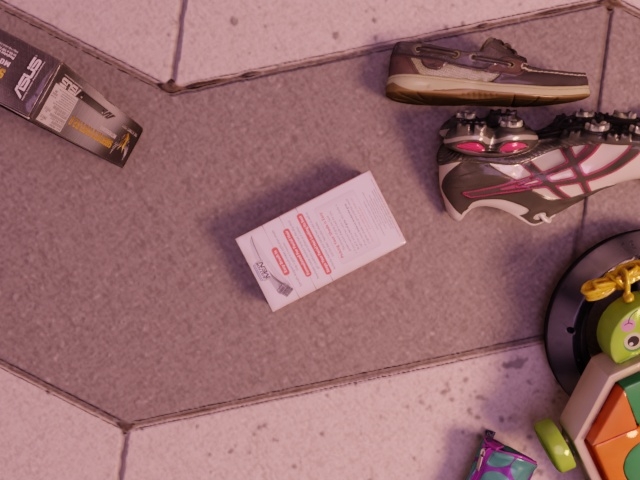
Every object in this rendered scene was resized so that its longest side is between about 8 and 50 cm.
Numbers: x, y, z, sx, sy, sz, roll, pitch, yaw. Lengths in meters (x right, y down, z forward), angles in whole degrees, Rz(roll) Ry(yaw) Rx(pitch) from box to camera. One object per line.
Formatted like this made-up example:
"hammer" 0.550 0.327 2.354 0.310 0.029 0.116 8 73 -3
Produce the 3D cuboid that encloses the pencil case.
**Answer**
"pencil case" 0.179 0.297 0.638 0.070 0.064 0.151 27 90 -16

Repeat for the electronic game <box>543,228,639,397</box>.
"electronic game" 0.369 0.100 0.645 0.229 0.048 0.229 0 98 -2

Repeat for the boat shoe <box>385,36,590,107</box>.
"boat shoe" 0.186 -0.188 0.628 0.224 0.080 0.073 2 95 4

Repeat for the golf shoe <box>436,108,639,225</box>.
"golf shoe" 0.266 -0.080 0.619 0.273 0.105 0.120 3 113 14

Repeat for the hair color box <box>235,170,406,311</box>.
"hair color box" 0.000 0.000 0.641 0.167 0.053 0.093 -27 92 -1

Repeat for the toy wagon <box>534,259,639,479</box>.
"toy wagon" 0.368 0.183 0.595 0.267 0.068 0.344 -27 108 6

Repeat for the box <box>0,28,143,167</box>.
"box" -0.295 -0.153 0.550 0.183 0.231 0.056 27 87 -1
